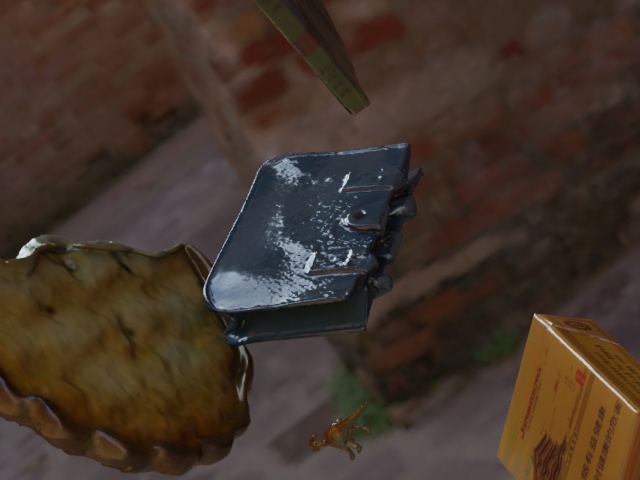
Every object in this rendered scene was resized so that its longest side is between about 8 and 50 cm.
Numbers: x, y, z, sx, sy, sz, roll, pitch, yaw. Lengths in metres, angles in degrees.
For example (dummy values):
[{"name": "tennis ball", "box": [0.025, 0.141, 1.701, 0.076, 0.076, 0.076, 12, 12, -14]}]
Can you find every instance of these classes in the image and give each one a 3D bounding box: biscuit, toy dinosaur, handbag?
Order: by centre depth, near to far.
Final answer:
[{"name": "biscuit", "box": [-0.218, 0.082, 1.781, 0.078, 0.335, 0.329, -59, 21, 29]}, {"name": "toy dinosaur", "box": [0.027, 0.178, 1.819, 0.113, 0.041, 0.026, -38, 29, 52]}, {"name": "handbag", "box": [0.000, 0.000, 1.840, 0.179, 0.062, 0.229, -8, 38, 28]}]

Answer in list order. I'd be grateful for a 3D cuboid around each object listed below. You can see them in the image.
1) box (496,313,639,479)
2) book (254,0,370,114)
[{"name": "box", "box": [0.276, 0.201, 1.995, 0.274, 0.076, 0.174, -130, 52, -66]}, {"name": "book", "box": [-0.069, -0.230, 1.389, 0.026, 0.289, 0.201, -33, 41, 11]}]
